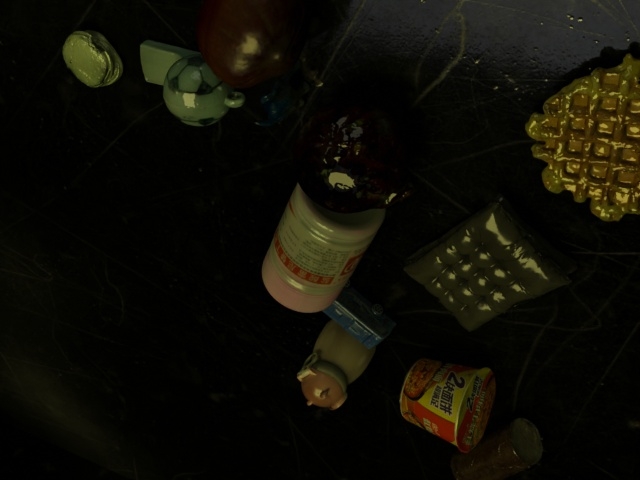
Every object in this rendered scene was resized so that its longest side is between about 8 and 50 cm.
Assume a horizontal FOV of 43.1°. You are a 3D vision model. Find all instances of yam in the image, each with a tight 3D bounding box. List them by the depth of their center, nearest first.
[{"bbox_3d":[0.451,0.555,2.082,0.131,0.131,0.280,38,139,-3],"label":"yam"}]

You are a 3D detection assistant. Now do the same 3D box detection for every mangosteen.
[{"bbox_3d":[0.080,-0.150,1.626,0.231,0.231,0.289,-2,159,35],"label":"mangosteen"}]

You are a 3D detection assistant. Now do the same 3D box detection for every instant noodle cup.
[{"bbox_3d":[0.305,0.387,1.974,0.174,0.213,0.213,13,135,35],"label":"instant noodle cup"}]

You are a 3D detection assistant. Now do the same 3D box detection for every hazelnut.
[{"bbox_3d":[-0.120,-0.396,1.504,0.229,0.229,0.229,18,136,19],"label":"hazelnut"}]

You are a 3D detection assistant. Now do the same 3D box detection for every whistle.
[{"bbox_3d":[-0.288,-0.328,1.724,0.289,0.163,0.163,17,136,19],"label":"whistle"}]

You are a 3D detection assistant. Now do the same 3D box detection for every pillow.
[{"bbox_3d":[0.348,0.060,1.711,0.228,0.101,0.326,44,137,-5],"label":"pillow"}]

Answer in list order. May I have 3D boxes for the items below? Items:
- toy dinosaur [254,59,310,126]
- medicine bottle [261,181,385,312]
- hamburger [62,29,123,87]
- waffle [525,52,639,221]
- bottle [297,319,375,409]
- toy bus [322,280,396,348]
[{"bbox_3d":[-0.105,-0.264,1.639,0.075,0.188,0.247,46,140,-3],"label":"toy dinosaur"},{"bbox_3d":[0.000,0.000,1.803,0.202,0.202,0.316,31,138,5],"label":"medicine bottle"},{"bbox_3d":[-0.528,-0.417,1.870,0.133,0.062,0.140,-17,115,41],"label":"hamburger"},{"bbox_3d":[0.527,-0.162,1.405,0.302,0.068,0.325,44,140,-9],"label":"waffle"},{"bbox_3d":[0.033,0.322,2.053,0.147,0.236,0.147,18,136,18],"label":"bottle"},{"bbox_3d":[0.069,0.169,1.995,0.236,0.094,0.079,40,139,-5],"label":"toy bus"}]
